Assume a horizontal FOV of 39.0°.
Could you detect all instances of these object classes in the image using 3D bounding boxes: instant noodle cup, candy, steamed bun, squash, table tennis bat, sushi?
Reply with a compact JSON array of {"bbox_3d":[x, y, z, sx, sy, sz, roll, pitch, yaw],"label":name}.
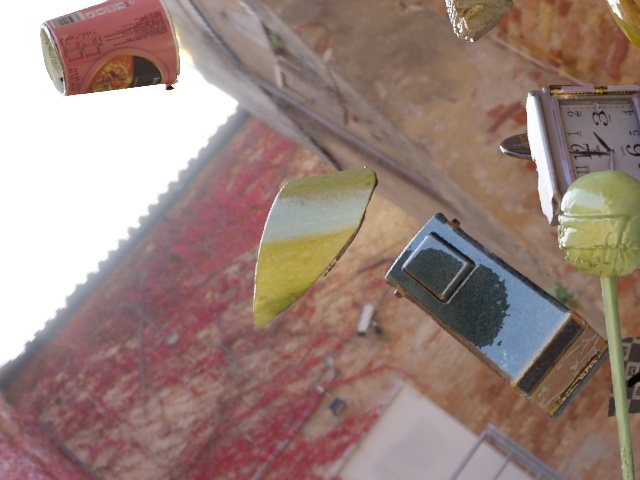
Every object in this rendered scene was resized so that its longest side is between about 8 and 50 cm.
[{"bbox_3d":[-0.463,-0.420,1.964,0.255,0.244,0.244,-21,-33,-24],"label":"instant noodle cup"},{"bbox_3d":[0.274,0.103,0.831,0.093,0.092,0.336,-153,55,-75],"label":"candy"},{"bbox_3d":[0.304,-0.502,1.725,0.144,0.218,0.211,-15,-7,9],"label":"steamed bun"},{"bbox_3d":[0.000,0.000,1.293,0.204,0.155,0.237,78,-154,-59],"label":"squash"},{"bbox_3d":[0.439,-0.177,1.810,0.236,0.150,0.027,-72,-21,-66],"label":"table tennis bat"},{"bbox_3d":[0.553,0.223,1.540,0.201,0.031,0.139,1,-80,-29],"label":"sushi"}]

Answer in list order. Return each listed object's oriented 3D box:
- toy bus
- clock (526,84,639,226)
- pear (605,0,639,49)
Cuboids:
[{"bbox_3d":[0.270,0.110,1.416,0.162,0.323,0.194,-52,-39,4],"label":"toy bus"},{"bbox_3d":[0.419,-0.124,1.367,0.083,0.186,0.253,90,179,-57],"label":"clock"},{"bbox_3d":[0.462,-0.304,1.033,0.191,0.386,0.340,-34,-23,-22],"label":"pear"}]
